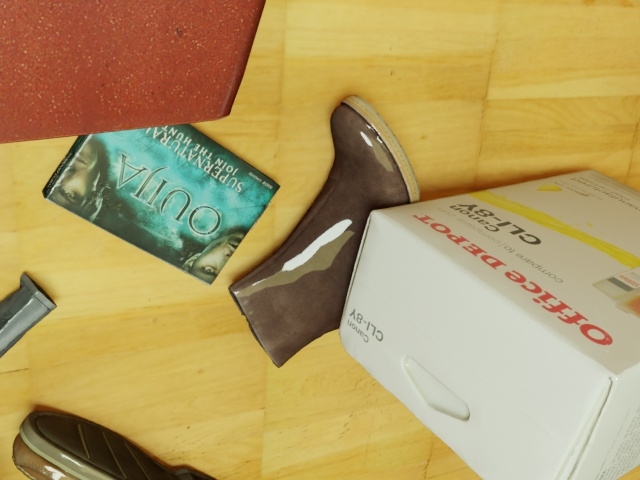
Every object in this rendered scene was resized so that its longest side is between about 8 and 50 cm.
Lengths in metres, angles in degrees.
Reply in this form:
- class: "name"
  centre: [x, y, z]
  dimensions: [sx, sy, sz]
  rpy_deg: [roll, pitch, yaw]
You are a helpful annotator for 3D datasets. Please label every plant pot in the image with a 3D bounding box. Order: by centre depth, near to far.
- class: "plant pot"
  centre: [-0.174, -0.187, 0.430]
  dimensions: [0.268, 0.267, 0.235]
  rpy_deg: [-14, 112, -35]

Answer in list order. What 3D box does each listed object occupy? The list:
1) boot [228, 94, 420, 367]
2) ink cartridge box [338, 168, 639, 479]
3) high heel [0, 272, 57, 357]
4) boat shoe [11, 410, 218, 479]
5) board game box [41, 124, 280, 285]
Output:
- class: "boot"
  centre: [0.000, 0.000, 0.754]
  dimensions: [0.207, 0.090, 0.248]
  rpy_deg: [-30, 126, -15]
- class: "ink cartridge box"
  centre: [0.257, 0.068, 0.752]
  dimensions: [0.385, 0.279, 0.160]
  rpy_deg: [-12, 126, -38]
- class: "high heel"
  centre: [-0.358, 0.048, 0.583]
  dimensions: [0.186, 0.093, 0.261]
  rpy_deg: [-45, 134, -10]
- class: "boat shoe"
  centre: [-0.198, 0.281, 0.767]
  dimensions: [0.104, 0.111, 0.307]
  rpy_deg: [-49, 125, -1]
- class: "board game box"
  centre: [-0.143, -0.048, 0.696]
  dimensions: [0.186, 0.026, 0.126]
  rpy_deg: [32, 95, -35]
